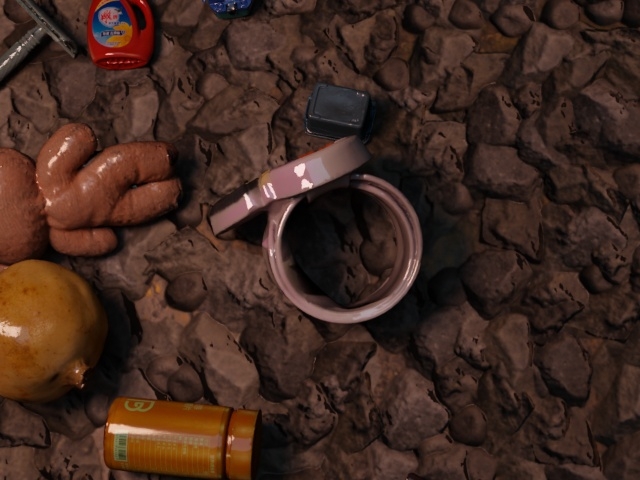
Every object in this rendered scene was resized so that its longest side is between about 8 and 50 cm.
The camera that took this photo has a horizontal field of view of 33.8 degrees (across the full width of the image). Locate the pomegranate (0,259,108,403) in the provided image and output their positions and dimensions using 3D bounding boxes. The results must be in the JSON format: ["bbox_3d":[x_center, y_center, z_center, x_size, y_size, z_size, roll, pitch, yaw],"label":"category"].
[{"bbox_3d":[-0.360,0.123,1.361,0.196,0.196,0.196,-1,76,3],"label":"pomegranate"}]

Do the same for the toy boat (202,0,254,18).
[{"bbox_3d":[-0.138,-0.418,1.519,0.091,0.110,0.175,-8,74,1],"label":"toy boat"}]

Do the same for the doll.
[{"bbox_3d":[-0.345,-0.069,1.441,0.303,0.156,0.201,-14,115,-20],"label":"doll"}]

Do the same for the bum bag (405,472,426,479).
[{"bbox_3d":[0.125,0.390,1.342,0.109,0.026,0.159,25,79,8],"label":"bum bag"}]

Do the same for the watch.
[{"bbox_3d":[0.000,0.000,1.394,0.244,0.196,0.231,-27,97,-3],"label":"watch"}]

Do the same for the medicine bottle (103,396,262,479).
[{"bbox_3d":[-0.175,0.256,1.356,0.192,0.096,0.096,4,76,5],"label":"medicine bottle"}]

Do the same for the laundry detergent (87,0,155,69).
[{"bbox_3d":[-0.291,-0.333,1.537,0.097,0.049,0.165,-2,74,-5],"label":"laundry detergent"}]

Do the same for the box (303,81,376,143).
[{"bbox_3d":[0.026,-0.181,1.477,0.099,0.054,0.074,12,79,6],"label":"box"}]

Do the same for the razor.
[{"bbox_3d":[-0.471,-0.241,1.525,0.232,0.068,0.106,-44,76,-1],"label":"razor"}]
